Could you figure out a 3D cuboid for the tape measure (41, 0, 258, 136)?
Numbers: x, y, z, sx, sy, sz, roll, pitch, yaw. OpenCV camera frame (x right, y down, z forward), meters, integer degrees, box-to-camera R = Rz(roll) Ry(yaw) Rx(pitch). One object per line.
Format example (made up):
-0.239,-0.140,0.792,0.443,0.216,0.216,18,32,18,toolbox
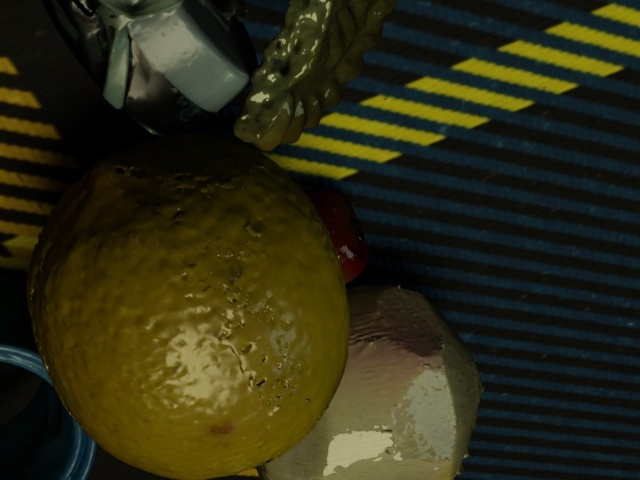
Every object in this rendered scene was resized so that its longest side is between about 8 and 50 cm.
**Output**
-0.120,-0.166,1.098,0.107,0.182,0.181,-34,141,14,tape measure

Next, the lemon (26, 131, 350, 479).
-0.103,0.059,1.301,0.257,0.258,0.310,-16,116,-1,lemon

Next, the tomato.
0.000,0.000,1.416,0.075,0.087,0.087,-21,142,12,tomato

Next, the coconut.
0.043,0.146,1.494,0.230,0.227,0.227,-9,141,-8,coconut

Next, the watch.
-0.363,0.157,1.392,0.305,0.241,0.275,13,116,-31,watch

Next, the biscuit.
0.026,-0.191,1.134,0.274,0.036,0.187,-69,165,14,biscuit
